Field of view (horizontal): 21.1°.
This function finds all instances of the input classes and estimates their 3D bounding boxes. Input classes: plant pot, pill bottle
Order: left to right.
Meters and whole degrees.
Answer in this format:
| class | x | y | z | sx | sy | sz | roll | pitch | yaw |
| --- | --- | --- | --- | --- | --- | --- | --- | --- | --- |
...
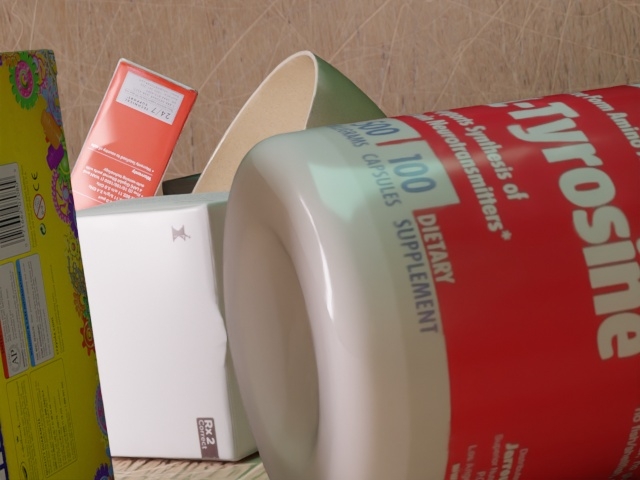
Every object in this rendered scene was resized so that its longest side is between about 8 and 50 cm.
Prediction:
| class | x | y | z | sx | sy | sz | roll | pitch | yaw |
| --- | --- | --- | --- | --- | --- | --- | --- | --- | --- |
| plant pot | 0.000 | 0.000 | 1.545 | 0.191 | 0.284 | 0.284 | 28 | -5 | -17 |
| pill bottle | 0.166 | 0.026 | 0.993 | 0.408 | 0.229 | 0.229 | -9 | 6 | -18 |

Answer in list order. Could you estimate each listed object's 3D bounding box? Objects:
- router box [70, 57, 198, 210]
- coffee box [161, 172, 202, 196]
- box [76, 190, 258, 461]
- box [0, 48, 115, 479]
| class | x | y | z | sx | sy | sz | roll | pitch | yaw |
| --- | --- | --- | --- | --- | --- | --- | --- | --- | --- |
| router box | -0.221 | -0.033 | 1.771 | 0.082 | 0.301 | 0.335 | 23 | 3 | -6 |
| coffee box | -0.057 | -0.006 | 1.959 | 0.119 | 0.168 | 0.297 | -5 | 6 | 21 |
| box | -0.107 | 0.059 | 1.257 | 0.182 | 0.181 | 0.119 | -3 | 6 | 35 |
| box | -0.286 | 0.057 | 0.946 | 0.279 | 0.290 | 0.177 | -6 | 6 | 19 |
